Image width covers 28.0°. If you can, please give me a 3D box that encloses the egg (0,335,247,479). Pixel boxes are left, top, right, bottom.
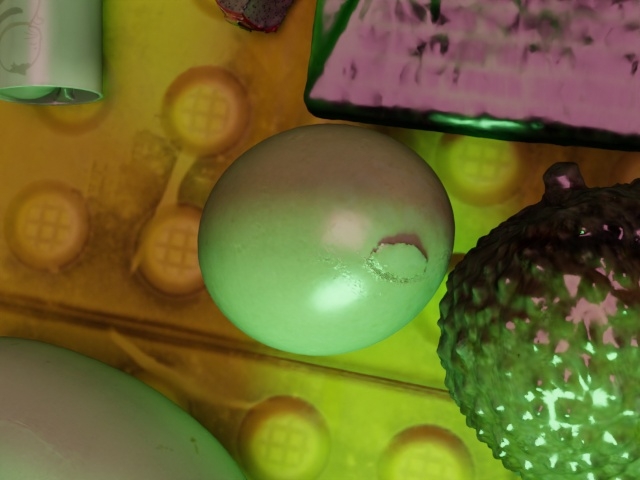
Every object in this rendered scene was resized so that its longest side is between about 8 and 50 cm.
[{"bbox_3d":[-0.198,0.218,1.052,0.371,0.230,0.230,38,93,15],"label":"egg"}]

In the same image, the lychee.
[{"bbox_3d":[0.214,0.073,0.983,0.255,0.255,0.274,-14,91,8],"label":"lychee"}]

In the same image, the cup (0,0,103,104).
[{"bbox_3d":[-0.263,-0.190,1.153,0.136,0.099,0.133,-1,87,8],"label":"cup"}]

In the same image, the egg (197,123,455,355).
[{"bbox_3d":[0.000,0.000,1.040,0.186,0.253,0.186,3,84,-34],"label":"egg"}]

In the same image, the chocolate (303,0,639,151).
[{"bbox_3d":[0.190,-0.242,1.053,0.360,0.161,0.341,7,87,9],"label":"chocolate"}]

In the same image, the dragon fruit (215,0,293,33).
[{"bbox_3d":[-0.060,-0.224,1.146,0.060,0.056,0.083,23,83,32],"label":"dragon fruit"}]
